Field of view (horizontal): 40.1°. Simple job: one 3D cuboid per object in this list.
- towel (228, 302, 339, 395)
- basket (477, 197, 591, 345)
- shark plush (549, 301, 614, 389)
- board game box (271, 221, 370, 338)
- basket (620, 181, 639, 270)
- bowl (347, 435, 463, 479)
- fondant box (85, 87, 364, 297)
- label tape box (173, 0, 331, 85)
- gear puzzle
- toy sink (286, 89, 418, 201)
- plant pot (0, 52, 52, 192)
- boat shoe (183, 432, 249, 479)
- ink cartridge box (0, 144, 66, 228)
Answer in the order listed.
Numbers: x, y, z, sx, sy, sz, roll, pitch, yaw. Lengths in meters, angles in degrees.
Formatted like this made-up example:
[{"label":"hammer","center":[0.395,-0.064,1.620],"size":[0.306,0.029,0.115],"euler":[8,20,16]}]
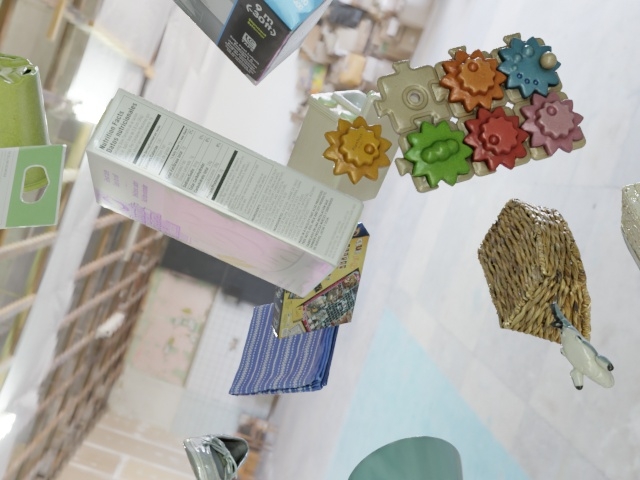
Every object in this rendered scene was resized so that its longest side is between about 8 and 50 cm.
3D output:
[{"label":"towel","center":[-0.081,0.240,2.033],"size":[0.336,0.040,0.243],"euler":[-15,52,46]},{"label":"basket","center":[0.504,0.060,1.909],"size":[0.299,0.223,0.213],"euler":[-94,26,-55]},{"label":"shark plush","center":[0.424,0.180,1.451],"size":[0.067,0.161,0.073],"euler":[-6,-42,-53]},{"label":"board game box","center":[-0.003,0.080,1.698],"size":[0.243,0.165,0.042],"euler":[100,151,-41]},{"label":"basket","center":[0.537,-0.014,1.341],"size":[0.167,0.113,0.103],"euler":[-95,-11,-53]},{"label":"bowl","center":[0.232,0.648,2.161],"size":[0.163,0.311,0.312],"euler":[-114,39,-51]},{"label":"fondant box","center":[-0.131,-0.049,1.150],"size":[0.096,0.330,0.238],"euler":[-65,4,-17]},{"label":"label tape box","center":[-0.105,-0.383,1.194],"size":[0.115,0.249,0.347],"euler":[-45,5,-16]},{"label":"gear puzzle","center":[0.159,-0.156,1.073],"size":[0.044,0.338,0.176],"euler":[122,130,-73]},{"label":"toy sink","center":[0.053,-0.194,1.601],"size":[0.152,0.131,0.234],"euler":[-17,-42,-48]},{"label":"plant pot","center":[-0.732,-0.277,1.982],"size":[0.276,0.276,0.254],"euler":[-79,-1,-61]},{"label":"boat shoe","center":[-0.215,0.458,1.846],"size":[0.320,0.103,0.118],"euler":[81,166,-77]},{"label":"ink cartridge box","center":[-0.428,-0.045,1.051],"size":[0.171,0.235,0.056],"euler":[-104,16,-48]}]
